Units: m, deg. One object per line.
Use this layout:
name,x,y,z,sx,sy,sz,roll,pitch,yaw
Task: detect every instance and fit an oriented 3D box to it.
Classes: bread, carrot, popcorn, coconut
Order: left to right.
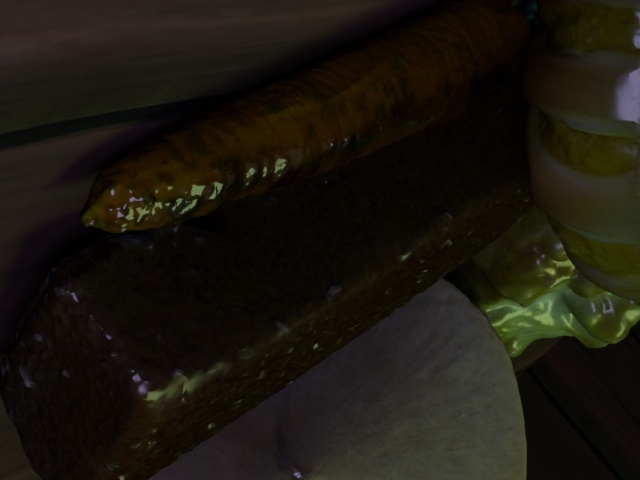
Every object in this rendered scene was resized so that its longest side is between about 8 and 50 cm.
bread,0.000,0.000,0.954,0.416,0.113,0.165,-31,168,-38
coconut,0.000,0.152,1.124,0.329,0.329,0.329,-37,167,-10
carrot,0.001,-0.064,0.841,0.314,0.066,0.066,-28,163,-40
popcorn,0.177,-0.014,1.237,0.221,0.183,0.204,140,-38,-67
bread,0.232,-0.126,0.920,0.333,0.160,0.333,-17,117,-36

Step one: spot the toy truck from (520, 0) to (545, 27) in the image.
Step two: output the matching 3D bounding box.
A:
toy truck,0.161,-0.143,1.064,0.073,0.056,0.090,-32,156,12
